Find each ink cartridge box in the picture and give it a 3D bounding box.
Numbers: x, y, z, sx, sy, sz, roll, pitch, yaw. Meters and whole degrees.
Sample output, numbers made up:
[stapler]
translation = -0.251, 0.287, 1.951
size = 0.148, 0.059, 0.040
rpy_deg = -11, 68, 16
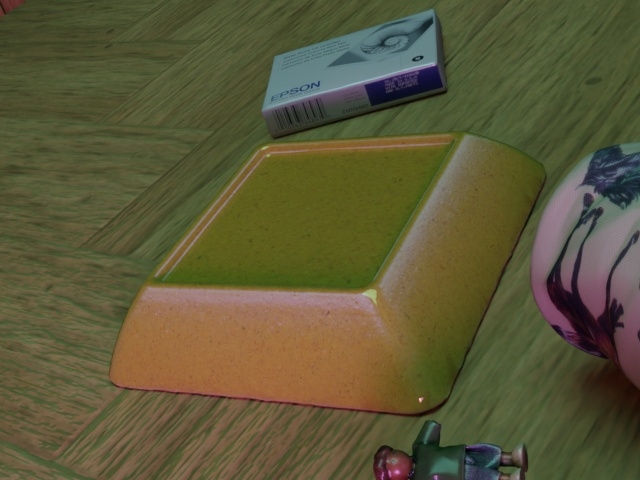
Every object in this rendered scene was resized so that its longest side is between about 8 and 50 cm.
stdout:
[ink cartridge box]
translation = 0.044, -0.226, 1.252
size = 0.223, 0.045, 0.224
rpy_deg = -14, 32, 13

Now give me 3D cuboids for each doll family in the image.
[doll family]
translation = 0.060, 0.197, 0.572
size = 0.111, 0.076, 0.193
rpy_deg = -3, 39, 19

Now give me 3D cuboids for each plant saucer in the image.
[plant saucer]
translation = 0.000, 0.000, 0.903
size = 0.333, 0.081, 0.332
rpy_deg = 0, 38, 31

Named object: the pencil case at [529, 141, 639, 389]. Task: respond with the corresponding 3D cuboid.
[pencil case]
translation = 0.253, 0.065, 0.508
size = 0.160, 0.183, 0.410
rpy_deg = -14, 19, -7
